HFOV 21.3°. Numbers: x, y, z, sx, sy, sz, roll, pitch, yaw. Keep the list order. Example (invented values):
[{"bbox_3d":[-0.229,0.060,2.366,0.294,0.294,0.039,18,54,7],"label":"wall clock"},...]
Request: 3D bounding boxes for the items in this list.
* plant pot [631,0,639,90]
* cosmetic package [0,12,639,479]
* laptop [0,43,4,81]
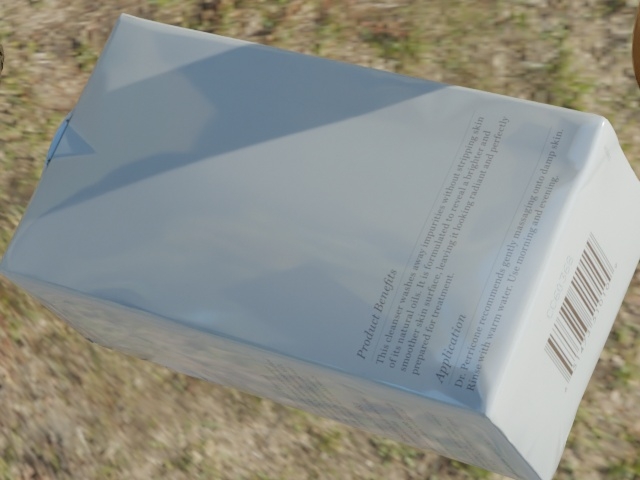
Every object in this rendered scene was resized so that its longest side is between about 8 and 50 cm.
[{"bbox_3d":[0.276,-0.078,0.734,0.291,0.203,0.291,-28,145,-22],"label":"plant pot"},{"bbox_3d":[0.000,0.000,1.156,0.217,0.385,0.156,-65,150,-15],"label":"cosmetic package"},{"bbox_3d":[-0.277,-0.132,0.777,0.136,0.234,0.264,-35,109,2],"label":"laptop"}]
